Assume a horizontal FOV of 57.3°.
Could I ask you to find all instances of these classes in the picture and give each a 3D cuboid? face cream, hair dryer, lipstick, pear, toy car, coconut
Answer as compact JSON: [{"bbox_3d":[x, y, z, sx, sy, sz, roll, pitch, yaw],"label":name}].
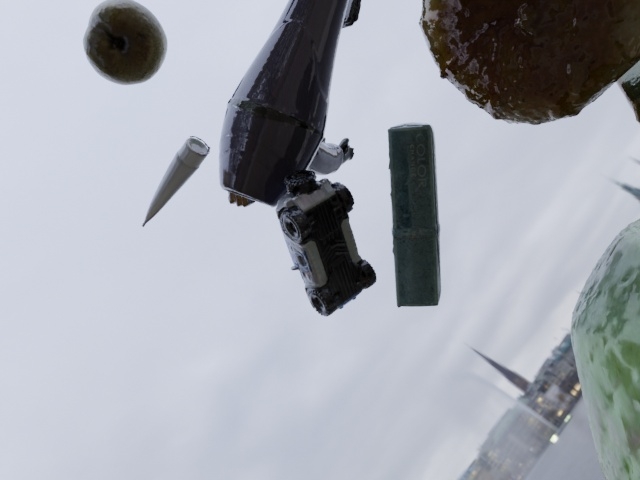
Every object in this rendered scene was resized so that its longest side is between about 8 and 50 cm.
[{"bbox_3d":[-0.337,-0.132,1.331,0.243,0.058,0.092,-46,19,31],"label":"face cream"},{"bbox_3d":[-0.006,-0.177,0.817,0.361,0.121,0.300,26,-96,-75],"label":"hair dryer"},{"bbox_3d":[0.151,-0.042,0.934,0.076,0.078,0.289,-39,-54,-71],"label":"lipstick"},{"bbox_3d":[-0.391,-0.393,1.171,0.167,0.136,0.167,-3,-66,-6],"label":"pear"},{"bbox_3d":[0.000,0.000,0.675,0.080,0.070,0.170,-33,-62,-26],"label":"toy car"},{"bbox_3d":[0.378,0.125,0.514,0.282,0.328,0.328,-18,-29,6],"label":"coconut"}]

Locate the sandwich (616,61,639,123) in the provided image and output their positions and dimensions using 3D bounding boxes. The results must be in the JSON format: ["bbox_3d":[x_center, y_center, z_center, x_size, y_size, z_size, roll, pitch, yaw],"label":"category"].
[{"bbox_3d":[0.365,-0.174,0.567,0.144,0.187,0.117,31,-46,-25],"label":"sandwich"}]

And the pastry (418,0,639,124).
[{"bbox_3d":[0.190,-0.202,0.520,0.093,0.192,0.182,-40,-10,-49],"label":"pastry"}]

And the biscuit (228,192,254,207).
[{"bbox_3d":[-0.234,-0.143,1.707,0.019,0.130,0.119,-17,-50,-40],"label":"biscuit"}]

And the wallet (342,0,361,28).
[{"bbox_3d":[0.030,-0.463,0.988,0.025,0.124,0.244,17,-101,-45],"label":"wallet"}]
